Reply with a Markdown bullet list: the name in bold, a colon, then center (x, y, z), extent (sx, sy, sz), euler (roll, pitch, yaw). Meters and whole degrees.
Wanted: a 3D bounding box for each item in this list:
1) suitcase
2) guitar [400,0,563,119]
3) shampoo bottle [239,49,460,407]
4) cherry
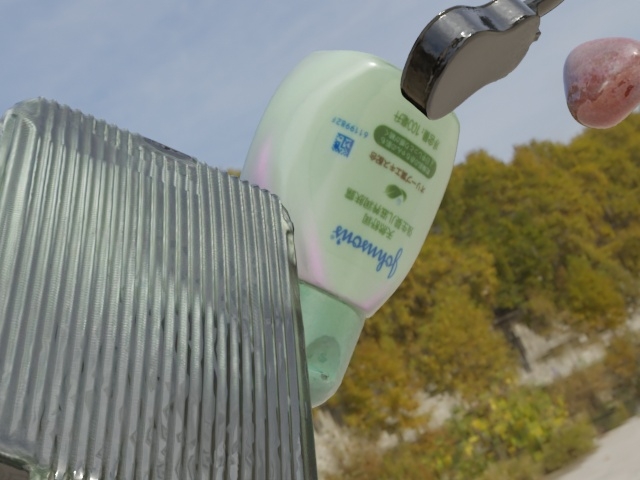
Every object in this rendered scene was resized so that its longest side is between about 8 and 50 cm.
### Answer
- **suitcase**: center (-0.107, 0.072, 0.570), extent (0.202, 0.312, 0.128), euler (23, -55, -23)
- **guitar**: center (0.164, -0.174, 0.861), extent (0.271, 0.038, 0.084), euler (-33, -24, -35)
- **shampoo bottle**: center (0.000, 0.000, 1.084), extent (0.222, 0.350, 0.151), euler (31, -11, -40)
- **cherry**: center (0.336, -0.193, 1.303), extent (0.086, 0.106, 0.126), euler (-13, -24, -29)
